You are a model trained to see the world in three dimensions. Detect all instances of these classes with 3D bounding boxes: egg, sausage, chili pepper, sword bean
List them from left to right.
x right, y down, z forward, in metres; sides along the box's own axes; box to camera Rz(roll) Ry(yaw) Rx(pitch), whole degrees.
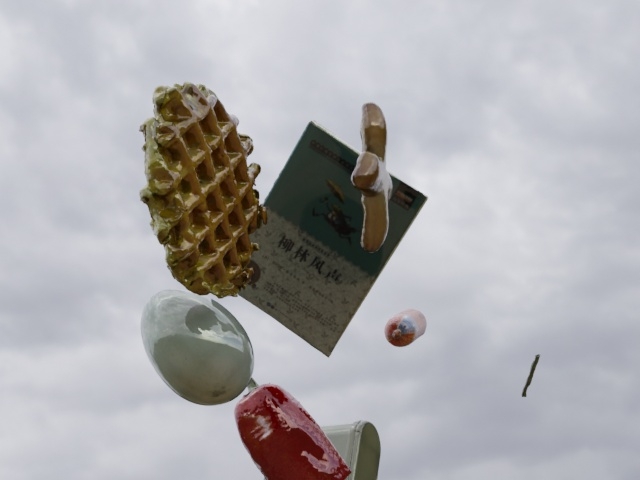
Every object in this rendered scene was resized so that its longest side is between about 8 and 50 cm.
[{"bbox_3d":[-0.196,0.164,1.732,0.151,0.209,0.151,-40,-9,-8],"label":"egg"},{"bbox_3d":[-0.093,0.339,2.068,0.131,0.338,0.134,-24,-14,-48],"label":"chili pepper"},{"bbox_3d":[0.180,0.188,2.358,0.071,0.071,0.234,-22,-4,11],"label":"sausage"},{"bbox_3d":[0.354,0.228,1.854,0.012,0.012,0.083,2,-64,-29],"label":"sword bean"}]

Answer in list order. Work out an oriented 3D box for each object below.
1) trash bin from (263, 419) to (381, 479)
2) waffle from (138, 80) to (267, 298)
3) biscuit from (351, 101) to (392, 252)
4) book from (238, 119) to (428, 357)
[{"bbox_3d":[0.000,0.539,2.564,0.248,0.243,0.121,-8,-39,27],"label":"trash bin"},{"bbox_3d":[-0.168,-0.077,1.633,0.068,0.324,0.302,-5,-19,26],"label":"waffle"},{"bbox_3d":[0.085,-0.098,1.762,0.047,0.164,0.208,1,-34,9],"label":"biscuit"},{"bbox_3d":[0.000,0.000,2.055,0.379,0.264,0.031,-60,-9,21],"label":"book"}]
